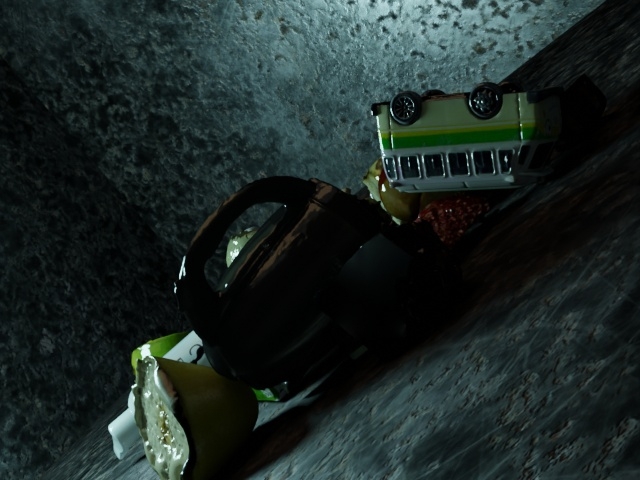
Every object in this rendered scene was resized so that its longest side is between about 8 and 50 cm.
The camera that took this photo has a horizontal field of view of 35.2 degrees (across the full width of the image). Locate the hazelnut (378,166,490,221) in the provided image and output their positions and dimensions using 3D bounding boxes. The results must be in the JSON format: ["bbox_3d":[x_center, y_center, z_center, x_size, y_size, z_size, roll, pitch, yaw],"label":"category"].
[{"bbox_3d":[0.223,-0.116,1.923,0.181,0.212,0.181,14,-93,-69],"label":"hazelnut"}]

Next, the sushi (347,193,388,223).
[{"bbox_3d":[0.039,0.005,2.071,0.238,0.225,0.218,-7,8,27],"label":"sushi"}]

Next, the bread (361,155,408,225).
[{"bbox_3d":[0.161,-0.088,2.126,0.224,0.184,0.211,-41,3,-42],"label":"bread"}]

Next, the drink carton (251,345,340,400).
[{"bbox_3d":[-0.086,0.208,1.817,0.161,0.108,0.271,-40,3,-18],"label":"drink carton"}]

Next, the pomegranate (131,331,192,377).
[{"bbox_3d":[-0.353,0.331,2.545,0.189,0.159,0.240,-29,-18,28],"label":"pomegranate"}]

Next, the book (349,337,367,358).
[{"bbox_3d":[0.127,0.110,1.626,0.192,0.013,0.168,-39,5,12],"label":"book"}]

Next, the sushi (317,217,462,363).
[{"bbox_3d":[0.119,0.051,1.456,0.150,0.153,0.172,-17,-45,-43],"label":"sushi"}]

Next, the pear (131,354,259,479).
[{"bbox_3d":[-0.187,0.282,1.622,0.178,0.267,0.267,-16,-6,-25],"label":"pear"}]

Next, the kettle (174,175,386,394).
[{"bbox_3d":[-0.071,0.065,1.573,0.324,0.321,0.228,-48,34,-16],"label":"kettle"}]

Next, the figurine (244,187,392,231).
[{"bbox_3d":[-0.006,-0.002,2.567,0.365,0.218,0.206,-33,-18,33],"label":"figurine"}]

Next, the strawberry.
[{"bbox_3d":[0.198,-0.017,1.688,0.167,0.087,0.208,-37,1,33],"label":"strawberry"}]

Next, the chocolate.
[{"bbox_3d":[0.435,-0.210,1.771,0.149,0.080,0.125,-47,-7,7],"label":"chocolate"}]

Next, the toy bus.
[{"bbox_3d":[0.255,-0.175,1.715,0.305,0.179,0.143,-2,7,29],"label":"toy bus"}]

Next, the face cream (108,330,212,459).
[{"bbox_3d":[-0.343,0.348,2.296,0.369,0.145,0.145,-42,5,-9],"label":"face cream"}]

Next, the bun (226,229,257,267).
[{"bbox_3d":[-0.048,0.046,1.858,0.259,0.152,0.259,-6,5,1],"label":"bun"}]
